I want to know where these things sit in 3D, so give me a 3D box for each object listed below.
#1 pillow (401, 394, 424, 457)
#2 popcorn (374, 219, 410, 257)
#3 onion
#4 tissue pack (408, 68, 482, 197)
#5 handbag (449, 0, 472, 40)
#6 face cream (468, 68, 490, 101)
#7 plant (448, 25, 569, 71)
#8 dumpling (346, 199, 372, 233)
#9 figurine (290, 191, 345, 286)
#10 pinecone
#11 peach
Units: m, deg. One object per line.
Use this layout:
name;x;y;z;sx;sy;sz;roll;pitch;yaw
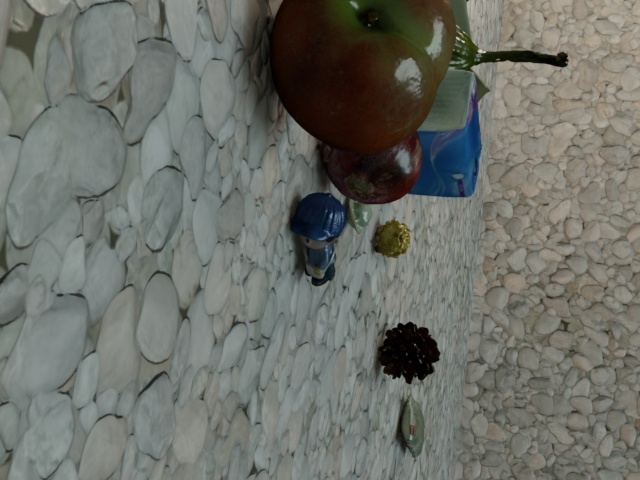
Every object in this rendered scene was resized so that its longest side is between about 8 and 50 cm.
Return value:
pillow;0.247;0.499;2.467;0.229;0.050;0.128;64;28;-64
popcorn;0.146;-0.001;1.882;0.057;0.083;0.082;38;19;-38
onion;0.096;-0.152;1.472;0.195;0.159;0.160;-57;152;-33
tissue pack;0.198;-0.199;1.756;0.263;0.198;0.146;62;36;-64
handbag;0.274;-0.496;2.048;0.219;0.079;0.256;-108;-173;-76
face cream;0.263;-0.276;2.013;0.224;0.070;0.114;-41;174;16
plant;0.299;-0.347;1.864;0.251;0.333;0.180;-72;180;-75
dumpling;0.065;-0.053;1.637;0.077;0.043;0.059;-57;136;-27
figurine;0.000;0.000;1.369;0.086;0.087;0.149;-121;-163;-45
pinecone;0.189;0.250;2.039;0.120;0.140;0.140;-31;130;-39
peach;0.049;-0.238;1.174;0.252;0.252;0.253;6;90;-74
